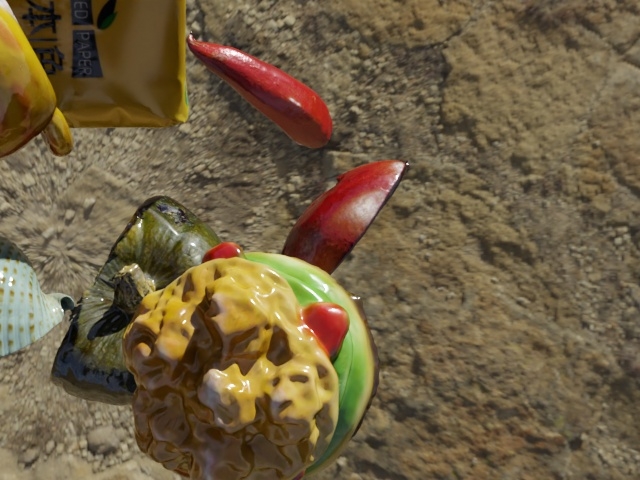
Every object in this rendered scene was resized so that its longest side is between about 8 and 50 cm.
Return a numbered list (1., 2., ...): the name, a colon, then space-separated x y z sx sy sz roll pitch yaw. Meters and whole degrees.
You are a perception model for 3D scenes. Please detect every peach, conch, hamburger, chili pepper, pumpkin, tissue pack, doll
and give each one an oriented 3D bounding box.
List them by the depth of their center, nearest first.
1. hamburger: -0.073 0.115 0.752 0.237 0.149 0.237 2 95 27
2. doll: -0.370 -0.128 0.764 0.269 0.166 0.162 -14 102 -18
3. tissue pack: -0.303 -0.334 0.986 0.293 0.228 0.382 -3 129 -14
4. conch: -0.405 0.054 1.009 0.199 0.172 0.131 -9 112 8
5. peach: -0.002 -0.004 1.037 0.068 0.189 0.279 40 104 -2
6. pumpkin: -0.228 0.107 1.267 0.232 0.242 0.325 23 78 5
7. chili pepper: -0.068 -0.243 1.458 0.092 0.137 0.368 -55 144 -2

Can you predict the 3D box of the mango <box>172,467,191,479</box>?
1. mango: -0.118 0.201 0.981 0.141 0.217 0.102 47 113 19
